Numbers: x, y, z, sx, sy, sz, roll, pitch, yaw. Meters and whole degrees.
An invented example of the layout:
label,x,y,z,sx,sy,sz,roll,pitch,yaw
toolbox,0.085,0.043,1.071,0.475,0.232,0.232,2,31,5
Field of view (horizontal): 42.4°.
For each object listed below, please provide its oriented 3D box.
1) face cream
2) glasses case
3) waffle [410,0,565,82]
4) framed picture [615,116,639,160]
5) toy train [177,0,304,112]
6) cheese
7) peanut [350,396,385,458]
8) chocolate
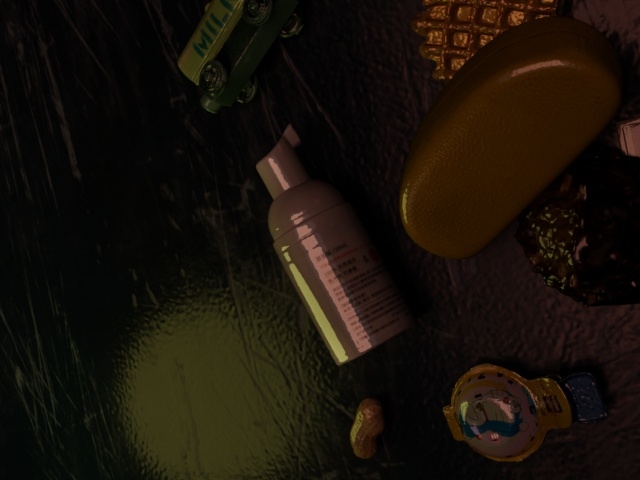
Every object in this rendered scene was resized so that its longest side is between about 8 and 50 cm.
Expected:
label,x,y,z,sx,sy,sz,roll,pitch,yaw
face cream,0.000,0.000,1.289,0.145,0.145,0.369,-33,82,30
glasses case,0.229,-0.139,1.098,0.173,0.141,0.371,27,134,-10
waffle,0.226,-0.293,1.156,0.211,0.055,0.160,12,106,25
framed picture,0.461,-0.097,1.092,0.109,0.011,0.149,-12,93,30
toy train,-0.139,-0.336,1.333,0.157,0.105,0.253,49,117,27
cheese,0.294,0.248,1.218,0.250,0.064,0.156,-22,90,33
peanut,0.078,0.310,1.359,0.054,0.054,0.113,20,111,24
chocolate,0.335,-0.007,1.076,0.206,0.177,0.224,-6,96,34
